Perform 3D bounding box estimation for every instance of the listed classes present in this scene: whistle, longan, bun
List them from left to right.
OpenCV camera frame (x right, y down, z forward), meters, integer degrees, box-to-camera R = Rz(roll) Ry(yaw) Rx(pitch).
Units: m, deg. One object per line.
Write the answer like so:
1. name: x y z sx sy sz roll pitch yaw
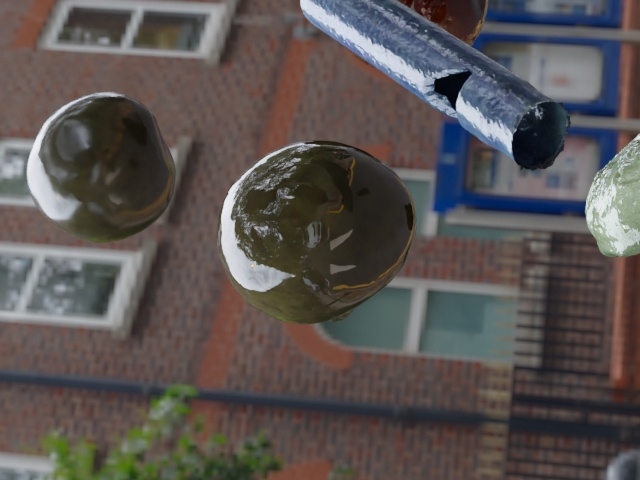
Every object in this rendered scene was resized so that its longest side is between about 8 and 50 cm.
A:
1. longan: -0.289 -0.092 1.952 0.212 0.198 0.198 99 -178 -50
2. longan: 0.000 0.000 1.364 0.204 0.185 0.159 73 179 -46
3. whistle: 0.086 -0.148 1.214 0.304 0.062 0.062 41 143 45
4. bun: 0.371 -0.068 1.595 0.108 0.221 0.221 55 -170 2

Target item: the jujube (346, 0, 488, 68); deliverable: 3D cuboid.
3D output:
1. jujube: 0.074 -0.350 1.852 0.318 0.223 0.223 47 -144 -29
